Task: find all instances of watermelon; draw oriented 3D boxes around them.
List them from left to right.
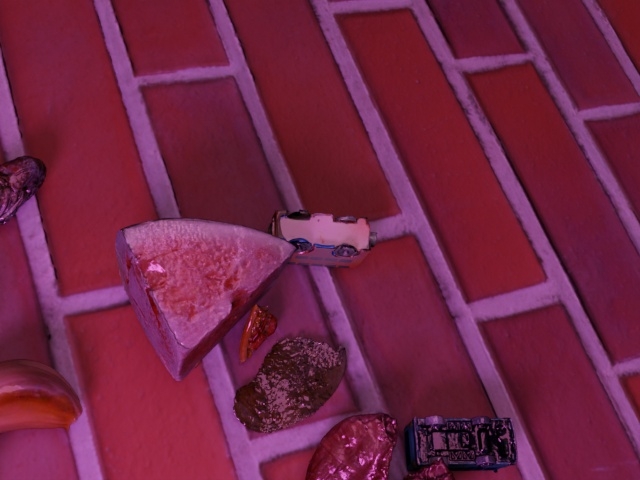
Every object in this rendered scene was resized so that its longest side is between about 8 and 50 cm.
[{"bbox_3d":[-0.171,0.087,1.243,0.262,0.213,0.201,1,62,-16],"label":"watermelon"}]

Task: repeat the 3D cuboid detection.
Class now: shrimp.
[{"bbox_3d":[-0.523,-0.053,1.299,0.233,0.079,0.090,-39,73,-25],"label":"shrimp"}]

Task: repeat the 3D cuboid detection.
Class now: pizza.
[{"bbox_3d":[-0.096,0.135,1.306,0.029,0.099,0.100,24,55,18],"label":"pizza"}]

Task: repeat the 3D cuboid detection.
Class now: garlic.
[{"bbox_3d":[-0.447,0.224,1.157,0.207,0.128,0.115,-20,45,-18],"label":"garlic"}]

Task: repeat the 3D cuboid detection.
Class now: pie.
[{"bbox_3d":[0.084,0.361,1.220,0.204,0.054,0.218,-37,75,0],"label":"pie"}]

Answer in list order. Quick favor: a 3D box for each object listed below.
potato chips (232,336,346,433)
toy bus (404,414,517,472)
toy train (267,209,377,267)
[{"bbox_3d":[-0.047,0.219,1.320,0.209,0.026,0.142,-11,63,-22],"label":"potato chips"},{"bbox_3d":[0.215,0.317,1.302,0.160,0.092,0.079,2,66,-9],"label":"toy bus"},{"bbox_3d":[0.000,0.000,1.412,0.188,0.099,0.072,5,63,-15],"label":"toy train"}]
